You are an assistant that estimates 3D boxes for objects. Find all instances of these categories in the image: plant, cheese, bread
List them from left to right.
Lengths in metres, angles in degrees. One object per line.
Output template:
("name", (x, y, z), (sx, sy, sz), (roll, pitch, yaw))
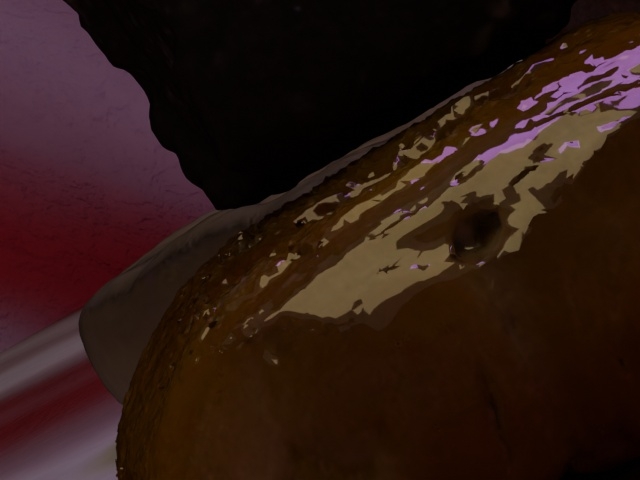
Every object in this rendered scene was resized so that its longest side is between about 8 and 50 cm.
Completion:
("cheese", (0.000, 0.000, 1.298), (0.328, 0.129, 0.351), (-23, 8, 32))
("plant", (0.022, -0.151, 0.843), (0.276, 0.188, 0.199), (-31, 0, -11))
("bread", (0.052, 0.022, 0.782), (0.328, 0.148, 0.337), (-28, 5, -3))

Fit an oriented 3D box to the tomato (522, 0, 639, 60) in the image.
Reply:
("tomato", (0.248, -0.210, 1.110), (0.316, 0.317, 0.282), (-30, 44, -21))
